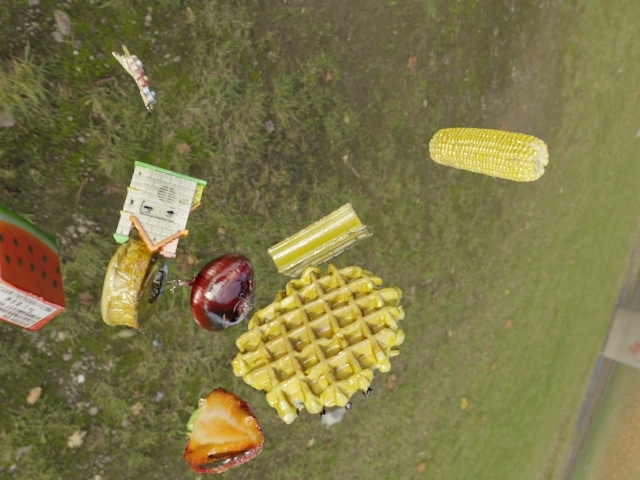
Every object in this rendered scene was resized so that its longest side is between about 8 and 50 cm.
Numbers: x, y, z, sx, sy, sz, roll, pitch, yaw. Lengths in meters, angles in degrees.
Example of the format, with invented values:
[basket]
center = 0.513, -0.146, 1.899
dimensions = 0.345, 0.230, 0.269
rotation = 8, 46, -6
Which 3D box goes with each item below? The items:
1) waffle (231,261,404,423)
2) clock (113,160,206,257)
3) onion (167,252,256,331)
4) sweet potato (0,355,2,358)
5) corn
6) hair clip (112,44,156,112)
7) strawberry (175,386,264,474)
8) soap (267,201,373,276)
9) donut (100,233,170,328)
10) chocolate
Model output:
[waffle]
center = -0.003, 0.155, 0.914
dimensions = 0.329, 0.329, 0.062
rotation = -52, 138, -28
[clock]
center = -0.496, -0.086, 1.606
dimensions = 0.220, 0.106, 0.255
rotation = 16, 78, -17
[onion]
center = -0.342, 0.159, 1.714
dimensions = 0.273, 0.285, 0.273
rotation = 19, 90, -77
[sweet potato]
center = -0.910, 0.266, 1.202
dimensions = 0.370, 0.158, 0.157
rotation = 31, 79, -51
[corn]
center = 0.339, -0.181, 1.063
dimensions = 0.093, 0.244, 0.093
rotation = -18, 118, -38
[hair clip]
center = -0.521, -0.469, 1.498
dimensions = 0.056, 0.213, 0.062
rotation = -33, 177, 3
[strawberry]
center = -0.162, 0.332, 0.899
dimensions = 0.192, 0.140, 0.085
rotation = -32, 136, 19
[soap]
center = 0.001, 0.001, 1.242
dimensions = 0.233, 0.076, 0.135
rotation = -28, 167, 8
[donut]
center = -0.600, 0.128, 1.726
dimensions = 0.330, 0.160, 0.329
rotation = 6, 90, -88
[chocolate]
center = -1.007, 0.081, 1.696
dimensions = 0.162, 0.341, 0.360
rotation = -24, 153, 2
